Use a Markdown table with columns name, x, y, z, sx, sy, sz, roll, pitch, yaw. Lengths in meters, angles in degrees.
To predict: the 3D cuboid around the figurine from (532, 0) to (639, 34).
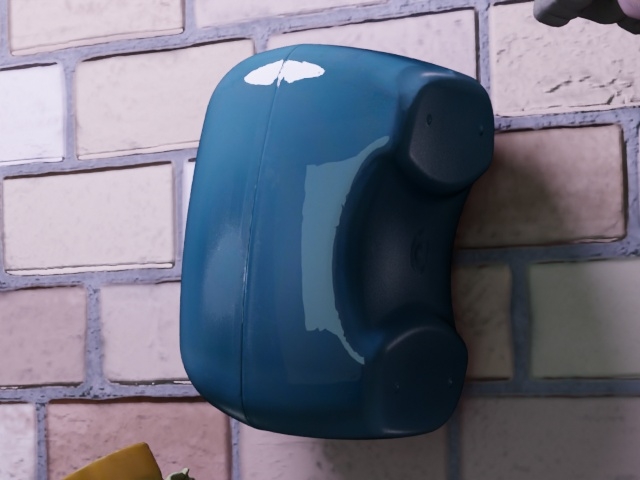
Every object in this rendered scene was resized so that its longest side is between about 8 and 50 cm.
| name | x | y | z | sx | sy | sz | roll | pitch | yaw |
| --- | --- | --- | --- | --- | --- | --- | --- | --- | --- |
| figurine | 0.309 | -0.125 | 1.091 | 0.343 | 0.285 | 0.167 | -11 | 80 | 27 |

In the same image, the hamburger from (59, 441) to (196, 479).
| name | x | y | z | sx | sy | sz | roll | pitch | yaw |
| --- | --- | --- | --- | --- | --- | --- | --- | --- | --- |
| hamburger | -0.177 | 0.307 | 1.367 | 0.274 | 0.274 | 0.212 | -38 | 80 | 23 |

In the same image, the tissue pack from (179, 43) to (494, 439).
| name | x | y | z | sx | sy | sz | roll | pitch | yaw |
| --- | --- | --- | --- | --- | --- | --- | --- | --- | --- |
| tissue pack | 0.000 | 0.000 | 1.311 | 0.206 | 0.198 | 0.287 | 6 | 93 | 28 |
